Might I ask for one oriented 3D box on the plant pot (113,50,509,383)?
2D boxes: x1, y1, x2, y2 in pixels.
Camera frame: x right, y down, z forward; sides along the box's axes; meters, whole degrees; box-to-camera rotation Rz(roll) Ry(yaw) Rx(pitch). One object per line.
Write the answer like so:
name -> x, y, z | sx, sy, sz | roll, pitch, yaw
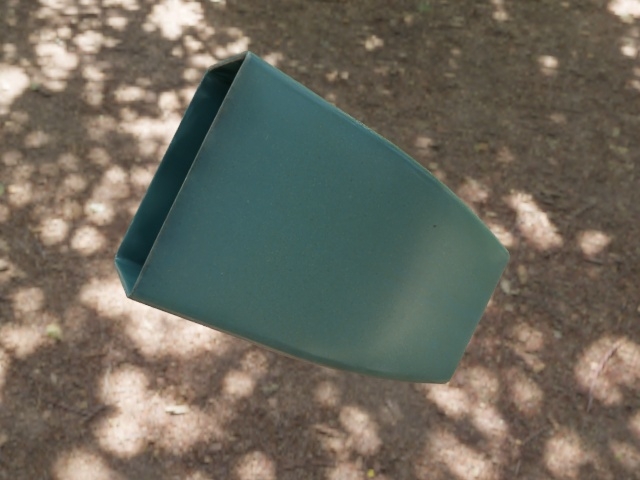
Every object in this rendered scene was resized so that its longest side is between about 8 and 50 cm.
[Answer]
plant pot -> 0.000, 0.000, 0.657 | 0.234, 0.165, 0.165 | 26, -1, -16
